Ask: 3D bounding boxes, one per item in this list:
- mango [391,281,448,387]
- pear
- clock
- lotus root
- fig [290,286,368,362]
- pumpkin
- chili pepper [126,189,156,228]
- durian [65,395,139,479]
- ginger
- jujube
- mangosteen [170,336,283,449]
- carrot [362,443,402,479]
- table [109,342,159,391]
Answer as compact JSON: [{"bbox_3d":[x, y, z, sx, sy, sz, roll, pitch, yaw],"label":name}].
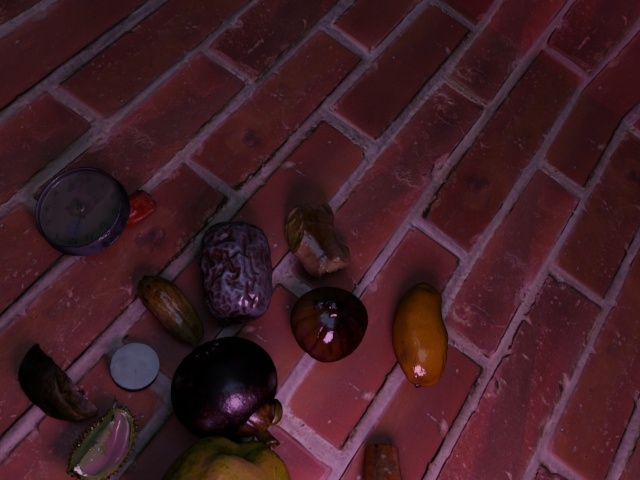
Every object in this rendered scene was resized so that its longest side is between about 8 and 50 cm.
[{"bbox_3d":[0.312,0.290,2.068,0.187,0.144,0.359,14,55,-22],"label":"mango"},{"bbox_3d":[-0.231,0.662,1.593,0.392,0.391,0.390,6,63,-13],"label":"pear"},{"bbox_3d":[-0.712,-0.089,1.966,0.281,0.055,0.280,-2,69,5],"label":"clock"},{"bbox_3d":[-0.435,0.197,1.931,0.258,0.097,0.110,45,59,4],"label":"lotus root"},{"bbox_3d":[0.029,0.247,1.979,0.235,0.214,0.234,22,55,-34],"label":"fig"},{"bbox_3d":[-0.709,0.376,1.724,0.278,0.163,0.111,45,60,10],"label":"pumpkin"},{"bbox_3d":[-0.602,-0.081,2.029,0.086,0.084,0.192,35,54,22],"label":"chili pepper"},{"bbox_3d":[-0.569,0.533,1.728,0.137,0.096,0.220,52,53,-28],"label":"durian"},{"bbox_3d":[0.000,0.000,2.135,0.222,0.130,0.275,17,59,-19],"label":"ginger"},{"bbox_3d":[-0.253,0.095,1.972,0.226,0.226,0.316,2,69,-15],"label":"jujube"},{"bbox_3d":[-0.246,0.411,1.786,0.297,0.313,0.296,-18,43,18],"label":"mangosteen"},{"bbox_3d":[0.183,0.725,1.821,0.139,0.138,0.301,6,53,-13],"label":"carrot"},{"bbox_3d":[-0.522,0.357,1.854,0.134,0.043,0.133,6,62,-13],"label":"table"}]
